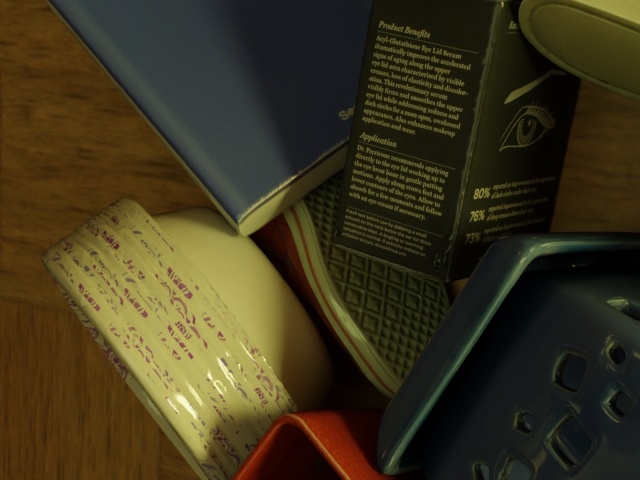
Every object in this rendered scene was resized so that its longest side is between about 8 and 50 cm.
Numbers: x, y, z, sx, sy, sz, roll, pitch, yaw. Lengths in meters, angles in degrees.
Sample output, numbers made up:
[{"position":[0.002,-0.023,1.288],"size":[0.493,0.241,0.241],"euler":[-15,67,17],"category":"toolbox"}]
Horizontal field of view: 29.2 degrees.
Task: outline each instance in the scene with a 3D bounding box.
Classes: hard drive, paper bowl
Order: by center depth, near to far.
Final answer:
[{"position":[-0.078,-0.180,1.031],"size":[0.210,0.040,0.319],"euler":[-36,69,-12],"category":"hard drive"},{"position":[-0.097,0.086,1.042],"size":[0.148,0.284,0.284],"euler":[-36,69,-12],"category":"paper bowl"}]

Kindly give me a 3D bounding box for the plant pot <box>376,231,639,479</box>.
[{"position":[0.193,0.123,0.842],"size":[0.212,0.236,0.236],"euler":[45,119,31],"category":"plant pot"}]

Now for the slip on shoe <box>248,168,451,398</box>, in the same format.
[{"position":[0.000,0.000,1.040],"size":[0.331,0.123,0.101],"euler":[54,139,21],"category":"slip on shoe"}]

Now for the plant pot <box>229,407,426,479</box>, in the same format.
[{"position":[0.060,0.288,0.951],"size":[0.267,0.235,0.267],"euler":[48,121,22],"category":"plant pot"}]

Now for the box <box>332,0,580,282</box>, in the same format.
[{"position":[0.108,-0.087,0.919],"size":[0.108,0.153,0.207],"euler":[18,106,34],"category":"box"}]

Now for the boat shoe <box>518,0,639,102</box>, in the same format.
[{"position":[0.304,-0.120,0.792],"size":[0.340,0.127,0.113],"euler":[24,71,18],"category":"boat shoe"}]
